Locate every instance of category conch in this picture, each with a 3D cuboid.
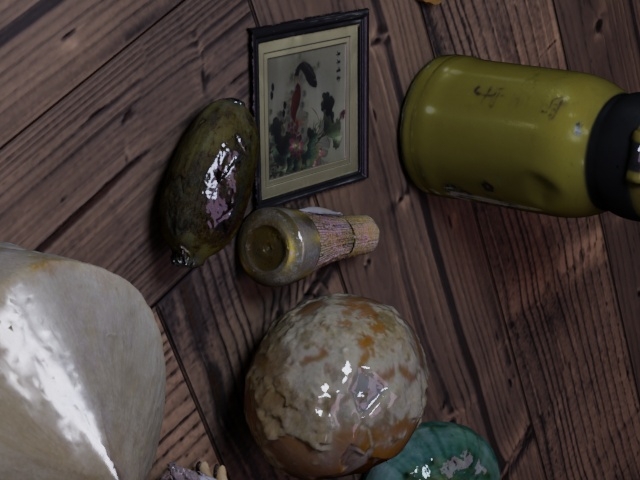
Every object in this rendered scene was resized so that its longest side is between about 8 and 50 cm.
[{"bbox_3d":[0.127,0.294,2.013,0.188,0.122,0.176,7,115,-50],"label":"conch"}]

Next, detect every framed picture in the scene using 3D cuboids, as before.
[{"bbox_3d":[-0.009,-0.143,1.807,0.199,0.010,0.195,-19,114,-48],"label":"framed picture"}]

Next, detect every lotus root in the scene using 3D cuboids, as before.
[{"bbox_3d":[-0.107,-0.057,1.651,0.089,0.080,0.179,29,76,-51],"label":"lotus root"}]

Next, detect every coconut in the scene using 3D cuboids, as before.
[{"bbox_3d":[-0.260,0.146,1.322,0.329,0.329,0.328,-18,114,-48],"label":"coconut"}]

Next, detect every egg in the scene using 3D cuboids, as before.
[{"bbox_3d":[0.019,0.153,1.782,0.233,0.195,0.195,-37,128,-56],"label":"egg"}]

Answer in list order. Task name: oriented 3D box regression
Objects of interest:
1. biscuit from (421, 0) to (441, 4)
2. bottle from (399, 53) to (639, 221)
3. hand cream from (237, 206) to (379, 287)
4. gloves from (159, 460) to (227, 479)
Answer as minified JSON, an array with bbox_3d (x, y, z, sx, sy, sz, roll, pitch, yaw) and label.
[{"bbox_3d":[0.126,-0.358,1.903,0.133,0.027,0.184,-33,125,-40],"label":"biscuit"},{"bbox_3d":[0.273,-0.106,1.893,0.171,0.351,0.171,-20,116,-47],"label":"bottle"},{"bbox_3d":[0.000,0.000,1.809,0.203,0.084,0.084,-8,106,-55],"label":"hand cream"},{"bbox_3d":[-0.137,0.295,1.710,0.110,0.094,0.144,27,87,-40],"label":"gloves"}]
